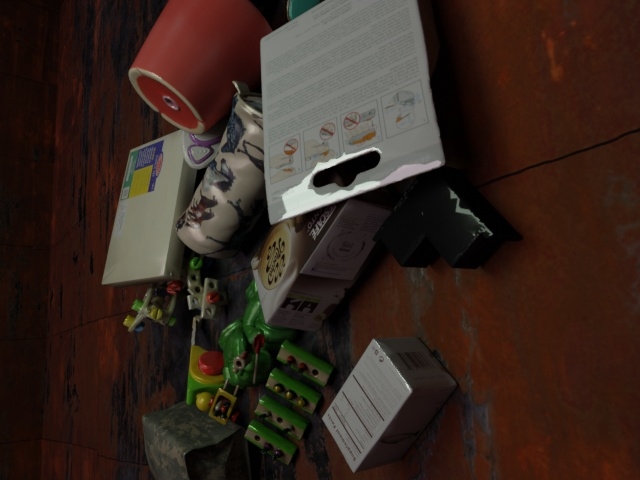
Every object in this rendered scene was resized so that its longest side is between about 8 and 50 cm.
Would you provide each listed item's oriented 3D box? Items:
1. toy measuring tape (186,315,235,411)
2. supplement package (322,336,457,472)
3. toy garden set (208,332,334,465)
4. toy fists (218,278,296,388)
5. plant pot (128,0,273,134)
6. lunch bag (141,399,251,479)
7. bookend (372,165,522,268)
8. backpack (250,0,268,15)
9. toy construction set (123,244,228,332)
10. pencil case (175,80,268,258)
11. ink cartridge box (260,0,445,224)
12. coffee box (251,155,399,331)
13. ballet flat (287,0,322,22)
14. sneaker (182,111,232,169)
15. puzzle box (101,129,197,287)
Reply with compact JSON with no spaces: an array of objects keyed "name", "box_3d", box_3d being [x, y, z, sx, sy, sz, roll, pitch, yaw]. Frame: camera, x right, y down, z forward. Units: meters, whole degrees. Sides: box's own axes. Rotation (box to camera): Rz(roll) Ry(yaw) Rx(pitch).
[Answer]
[{"name":"toy measuring tape","box_3d":[-0.262,0.292,1.262,0.330,0.122,0.121,-112,42,-63]},{"name":"supplement package","box_3d":[0.102,0.248,0.792,0.105,0.105,0.179,51,124,41]},{"name":"toy garden set","box_3d":[-0.111,0.303,1.011,0.204,0.049,0.244,27,110,15]},{"name":"toy fists","box_3d":[-0.135,0.201,1.100,0.279,0.096,0.142,-57,47,27]},{"name":"plant pot","box_3d":[-0.261,-0.384,1.127,0.275,0.275,0.243,10,62,51]},{"name":"lunch bag","box_3d":[-0.268,0.531,1.152,0.235,0.169,0.286,5,103,50]},{"name":"bookend","box_3d":[0.177,-0.004,0.759,0.156,0.072,0.157,-58,46,30]},{"name":"backpack","box_3d":[-0.213,-0.560,1.263,0.182,0.152,0.115,135,137,-53]},{"name":"toy construction set","box_3d":[-0.377,0.130,1.357,0.328,0.151,0.215,-13,46,38]},{"name":"pencil case","box_3d":[-0.189,-0.137,1.155,0.183,0.160,0.410,48,123,21]},{"name":"ink cartridge box","box_3d":[0.048,-0.232,0.852,0.308,0.091,0.384,-17,67,30]},{"name":"coffee box","box_3d":[0.000,0.000,0.923,0.297,0.119,0.168,-56,35,30]},{"name":"ballet flat","box_3d":[-0.018,-0.554,1.094,0.067,0.073,0.206,-109,41,-68]},{"name":"sneaker","box_3d":[-0.269,-0.288,1.298,0.152,0.114,0.305,124,159,-57]},{"name":"puzzle box","box_3d":[-0.445,-0.084,1.374,0.272,0.052,0.408,-9,68,37]}]
